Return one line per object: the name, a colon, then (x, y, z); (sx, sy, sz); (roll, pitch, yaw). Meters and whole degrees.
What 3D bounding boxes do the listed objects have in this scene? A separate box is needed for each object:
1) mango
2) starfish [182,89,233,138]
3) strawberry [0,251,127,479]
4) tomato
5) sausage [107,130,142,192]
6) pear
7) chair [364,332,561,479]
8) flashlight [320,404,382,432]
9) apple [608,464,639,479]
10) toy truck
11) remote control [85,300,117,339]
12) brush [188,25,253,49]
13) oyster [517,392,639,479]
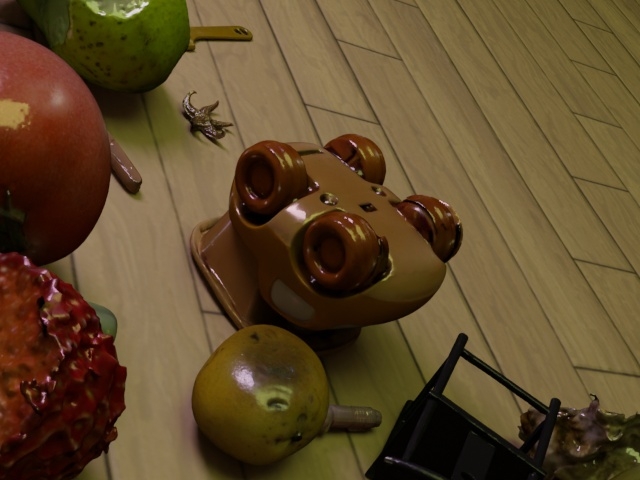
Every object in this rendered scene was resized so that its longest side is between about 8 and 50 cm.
mango: (-0.059, 0.144, 1.112); (0.137, 0.098, 0.195); (9, 28, -8)
starfish: (-0.158, -0.172, 1.522); (0.078, 0.028, 0.091); (33, 29, -10)
strawberry: (-0.259, 0.129, 0.922); (0.178, 0.234, 0.234); (43, 15, -50)
tomato: (-0.329, -0.081, 1.049); (0.256, 0.256, 0.224); (12, 55, -29)
sausage: (-0.253, -0.103, 1.350); (0.026, 0.026, 0.116); (-9, 52, -47)
pear: (-0.296, -0.311, 1.434); (0.176, 0.286, 0.281); (-27, 87, -22)
chair: (0.142, 0.231, 1.128); (0.155, 0.141, 0.260); (35, 30, 4)
flashlight: (0.019, 0.192, 1.183); (0.110, 0.031, 0.052); (11, 13, -37)
apple: (0.294, 0.386, 0.769); (0.474, 0.473, 0.473); (22, 33, -16)
toy truck: (0.000, 0.000, 1.257); (0.204, 0.211, 0.288); (-12, 49, -48)
remote control: (-0.335, 0.066, 0.988); (0.310, 0.090, 0.038); (15, 26, -24)
brush: (-0.185, -0.324, 1.720); (0.082, 0.010, 0.218); (47, 34, 23)
oyster: (0.378, 0.287, 1.278); (0.337, 0.133, 0.198); (30, -9, -19)
